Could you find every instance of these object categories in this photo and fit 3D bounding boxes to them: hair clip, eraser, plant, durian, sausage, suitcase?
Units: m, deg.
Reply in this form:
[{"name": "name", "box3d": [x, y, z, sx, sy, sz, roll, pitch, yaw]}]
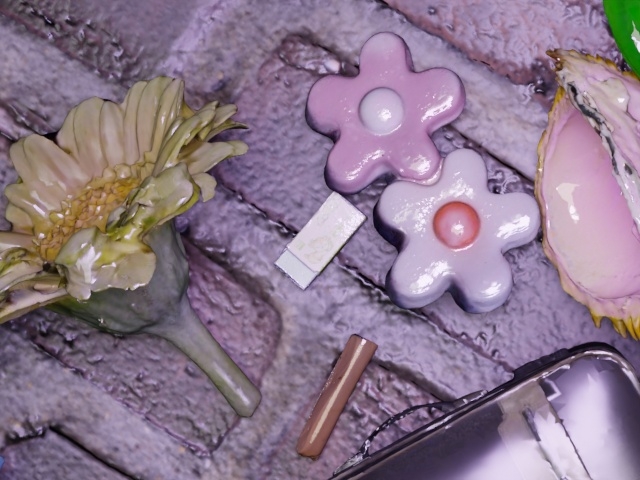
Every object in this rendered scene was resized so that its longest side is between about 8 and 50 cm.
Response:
[{"name": "hair clip", "box3d": [0.085, -0.053, 1.636, 0.146, 0.075, 0.257, -31, 81, 10]}, {"name": "eraser", "box3d": [0.000, 0.000, 1.668, 0.038, 0.019, 0.083, 41, 95, 4]}, {"name": "plant", "box3d": [-0.161, -0.007, 1.633, 0.306, 0.297, 0.261, -25, 55, 47]}, {"name": "durian", "box3d": [0.297, -0.007, 1.562, 0.196, 0.185, 0.305, -12, 60, -24]}, {"name": "sausage", "box3d": [0.013, 0.134, 1.662, 0.026, 0.026, 0.116, 27, 93, 7]}, {"name": "suitcase", "box3d": [0.121, 0.268, 1.564, 0.434, 0.194, 0.283, -29, 86, 5]}]

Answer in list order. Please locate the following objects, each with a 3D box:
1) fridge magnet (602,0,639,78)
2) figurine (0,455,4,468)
[{"name": "fridge magnet", "box3d": [0.313, -0.184, 1.558, 0.208, 0.088, 0.208, 9, 67, -21]}, {"name": "figurine", "box3d": [-0.355, 0.241, 1.678, 0.178, 0.114, 0.144, 5, 108, 18]}]
